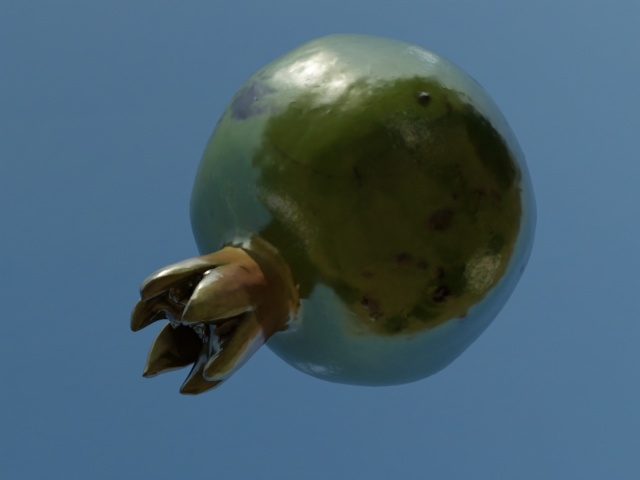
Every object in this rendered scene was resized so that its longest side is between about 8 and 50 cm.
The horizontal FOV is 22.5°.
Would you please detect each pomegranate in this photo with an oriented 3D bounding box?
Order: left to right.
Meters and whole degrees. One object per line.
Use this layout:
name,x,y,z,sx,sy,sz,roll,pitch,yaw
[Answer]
pomegranate,0.001,-0.001,0.817,0.225,0.187,0.187,-35,-82,-33
